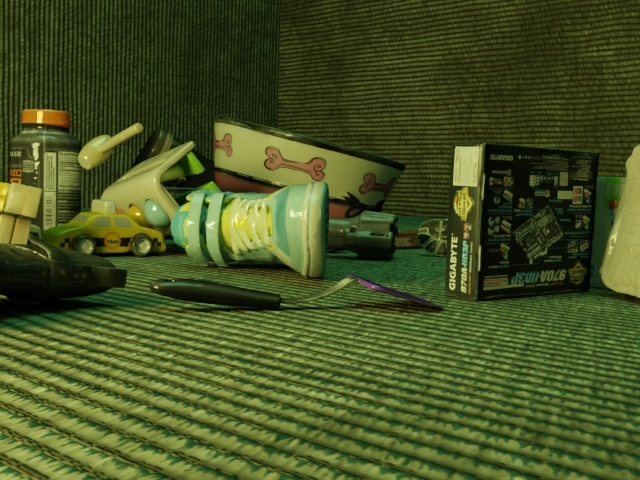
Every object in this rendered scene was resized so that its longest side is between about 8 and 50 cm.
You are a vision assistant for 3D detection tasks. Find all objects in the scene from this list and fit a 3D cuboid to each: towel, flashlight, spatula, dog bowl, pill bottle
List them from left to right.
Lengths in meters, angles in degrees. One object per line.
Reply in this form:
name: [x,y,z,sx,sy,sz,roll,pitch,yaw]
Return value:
pill bottle: [-0.515,-0.122,1.618,0.130,0.245,0.130,2,3,0]
spatula: [-0.018,0.051,0.849,0.296,0.030,0.084,1,6,-19]
dog bowl: [-0.038,-0.137,1.793,0.408,0.150,0.408,15,4,-1]
flashlight: [-0.020,-0.022,1.493,0.304,0.103,0.103,4,-28,11]
towel: [0.410,-0.018,0.924,0.049,0.187,0.282,15,-2,-20]

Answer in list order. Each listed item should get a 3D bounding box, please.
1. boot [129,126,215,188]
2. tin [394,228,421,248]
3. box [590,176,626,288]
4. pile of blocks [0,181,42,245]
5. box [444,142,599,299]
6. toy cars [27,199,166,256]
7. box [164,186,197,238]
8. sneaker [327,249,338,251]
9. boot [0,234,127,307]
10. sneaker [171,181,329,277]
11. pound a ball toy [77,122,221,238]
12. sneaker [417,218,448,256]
boot: [-0.321,-0.098,2.043,0.284,0.138,0.377,22,-37,-18]
tin: [0.129,-0.004,1.731,0.190,0.040,0.106,-1,1,-40]
box: [0.409,-0.007,1.075,0.038,0.145,0.186,0,5,-43]
pile of blocks: [-0.560,-0.038,1.226,0.362,0.112,0.149,5,-9,25]
box: [0.243,-0.024,1.022,0.220,0.175,0.051,-2,6,-39]
toy cars: [-0.447,-0.025,1.381,0.394,0.087,0.176,2,3,7]
box: [-0.316,-0.061,1.836,0.207,0.108,0.153,1,3,-2]
sneaker: [0.000,0.000,1.595,0.119,0.047,0.057,15,5,42]
boot: [-0.344,0.028,0.797,0.263,0.091,0.229,8,0,23]
sneaker: [-0.098,-0.015,1.160,0.208,0.127,0.319,3,-6,-7]
pound a ball toy: [-0.316,-0.095,1.509,0.136,0.208,0.319,-46,20,-27]
sneaker: [0.259,0.008,1.558,0.170,0.068,0.071,11,-10,7]
